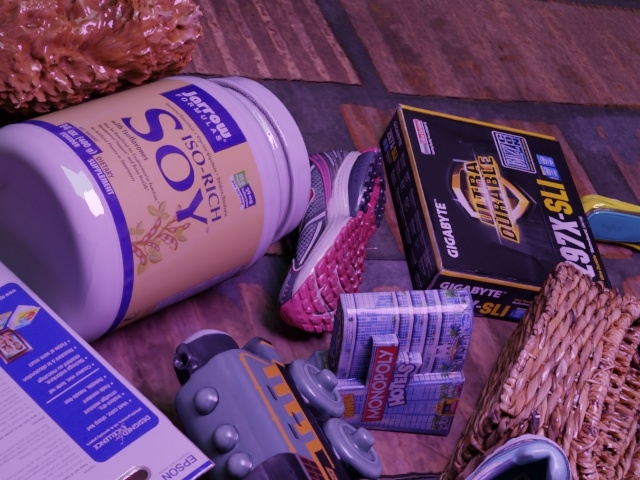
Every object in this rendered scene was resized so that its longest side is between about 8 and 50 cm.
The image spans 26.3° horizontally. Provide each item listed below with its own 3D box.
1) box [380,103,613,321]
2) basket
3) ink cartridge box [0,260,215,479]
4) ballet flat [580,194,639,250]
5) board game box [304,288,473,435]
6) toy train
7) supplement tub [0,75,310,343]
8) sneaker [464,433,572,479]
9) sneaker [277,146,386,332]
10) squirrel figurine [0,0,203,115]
[{"bbox_3d":[0.232,-0.032,1.847,0.257,0.079,0.322,12,42,-20],"label":"box"},{"bbox_3d":[0.302,0.190,1.540,0.223,0.213,0.299,31,40,6],"label":"basket"},{"bbox_3d":[-0.286,0.159,1.299,0.176,0.069,0.371,-33,55,-31],"label":"ink cartridge box"},{"bbox_3d":[0.471,-0.020,1.970,0.231,0.077,0.077,15,25,-11],"label":"ballet flat"},{"bbox_3d":[0.060,0.141,1.513,0.194,0.194,0.060,-3,46,-12],"label":"board game box"},{"bbox_3d":[-0.034,0.219,1.329,0.190,0.142,0.334,33,18,-45],"label":"toy train"},{"bbox_3d":[-0.195,-0.044,1.500,0.241,0.241,0.331,45,44,20],"label":"supplement tub"},{"bbox_3d":[0.131,0.292,1.326,0.110,0.122,0.283,41,82,12],"label":"sneaker"},{"bbox_3d":[0.000,0.000,1.675,0.112,0.121,0.299,2,38,16],"label":"sneaker"},{"bbox_3d":[-0.307,-0.247,1.635,0.370,0.281,0.397,13,13,-45],"label":"squirrel figurine"}]
